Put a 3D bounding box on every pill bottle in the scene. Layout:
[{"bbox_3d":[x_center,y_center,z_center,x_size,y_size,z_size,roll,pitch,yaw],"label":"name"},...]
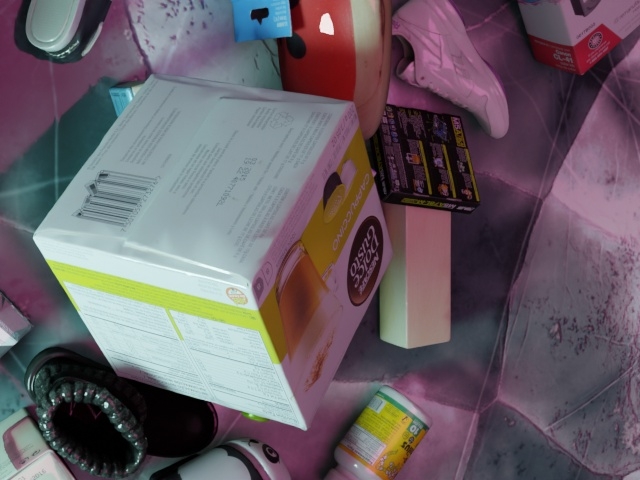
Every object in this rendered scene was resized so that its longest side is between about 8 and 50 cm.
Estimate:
[{"bbox_3d":[0.099,0.376,1.876,0.117,0.117,0.208,43,79,-24],"label":"pill bottle"}]

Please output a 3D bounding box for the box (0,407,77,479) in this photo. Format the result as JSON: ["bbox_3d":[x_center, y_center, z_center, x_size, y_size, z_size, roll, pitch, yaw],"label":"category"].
[{"bbox_3d":[-0.438,0.369,1.561,0.126,0.232,0.149,-36,110,-17],"label":"box"}]

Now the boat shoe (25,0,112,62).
[{"bbox_3d":[-0.352,-0.416,1.571,0.114,0.091,0.303,24,87,18],"label":"boat shoe"}]

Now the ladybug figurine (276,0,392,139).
[{"bbox_3d":[0.013,-0.372,1.634,0.161,0.305,0.450,-6,113,-7],"label":"ladybug figurine"}]

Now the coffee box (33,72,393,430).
[{"bbox_3d":[-0.129,0.011,1.482,0.338,0.338,0.334,-61,150,-33],"label":"coffee box"}]

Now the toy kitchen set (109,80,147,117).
[{"bbox_3d":[-0.319,-0.124,1.607,0.166,0.122,0.207,-22,106,-21],"label":"toy kitchen set"}]

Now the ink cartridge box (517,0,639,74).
[{"bbox_3d":[0.466,-0.490,1.871,0.226,0.131,0.306,-40,132,-13],"label":"ink cartridge box"}]

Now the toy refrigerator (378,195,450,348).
[{"bbox_3d":[0.168,0.049,1.877,0.102,0.094,0.270,-7,101,-31],"label":"toy refrigerator"}]

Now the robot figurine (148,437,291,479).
[{"bbox_3d":[-0.173,0.428,1.678,0.278,0.173,0.209,-22,71,-38],"label":"robot figurine"}]

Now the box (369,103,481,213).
[{"bbox_3d":[0.179,-0.145,1.826,0.184,0.045,0.191,7,59,-28],"label":"box"}]

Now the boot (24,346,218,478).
[{"bbox_3d":[-0.287,0.283,1.603,0.347,0.260,0.131,20,88,-25],"label":"boot"}]

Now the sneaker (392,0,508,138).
[{"bbox_3d":[0.223,-0.296,1.858,0.152,0.114,0.305,-36,107,-2],"label":"sneaker"}]

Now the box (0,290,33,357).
[{"bbox_3d":[-0.622,0.143,1.529,0.307,0.076,0.242,-44,113,-14],"label":"box"}]

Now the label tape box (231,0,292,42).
[{"bbox_3d":[-0.139,-0.473,1.575,0.105,0.240,0.334,-5,99,-24],"label":"label tape box"}]

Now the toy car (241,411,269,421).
[{"bbox_3d":[-0.076,0.215,1.790,0.188,0.149,0.155,11,97,-54],"label":"toy car"}]

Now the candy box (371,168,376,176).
[{"bbox_3d":[-0.028,-0.136,1.699,0.165,0.196,0.070,37,81,-25],"label":"candy box"}]
